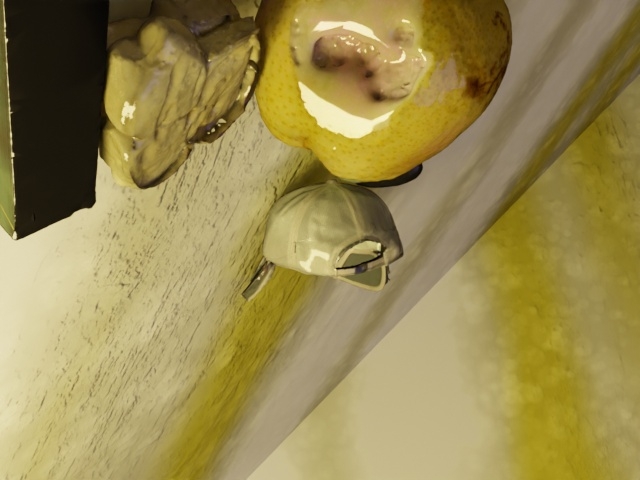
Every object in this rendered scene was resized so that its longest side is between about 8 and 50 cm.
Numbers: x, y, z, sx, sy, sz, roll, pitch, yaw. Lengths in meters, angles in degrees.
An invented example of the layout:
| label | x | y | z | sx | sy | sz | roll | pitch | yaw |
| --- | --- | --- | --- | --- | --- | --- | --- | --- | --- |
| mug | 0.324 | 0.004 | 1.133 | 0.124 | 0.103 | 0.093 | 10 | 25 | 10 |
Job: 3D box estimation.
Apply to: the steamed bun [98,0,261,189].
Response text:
| label | x | y | z | sx | sy | sz | roll | pitch | yaw |
| --- | --- | --- | --- | --- | --- | --- | --- | --- | --- |
| steamed bun | -0.144 | -0.152 | 0.723 | 0.177 | 0.106 | 0.192 | -47 | 169 | -20 |

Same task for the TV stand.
| label | x | y | z | sx | sy | sz | roll | pitch | yaw |
| --- | --- | --- | --- | --- | --- | --- | --- | --- | --- |
| TV stand | -0.225 | -0.127 | 0.627 | 0.088 | 0.083 | 0.269 | -35 | 156 | -38 |

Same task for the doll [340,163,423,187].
| label | x | y | z | sx | sy | sz | roll | pitch | yaw |
| --- | --- | --- | --- | --- | --- | --- | --- | --- | --- |
| doll | 0.059 | -0.148 | 1.094 | 0.135 | 0.143 | 0.234 | -19 | 168 | 1 |

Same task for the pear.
| label | x | y | z | sx | sy | sz | roll | pitch | yaw |
| --- | --- | --- | --- | --- | --- | --- | --- | --- | --- |
| pear | 0.056 | -0.194 | 0.843 | 0.271 | 0.271 | 0.271 | -42 | 159 | -20 |

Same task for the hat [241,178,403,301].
| label | x | y | z | sx | sy | sz | roll | pitch | yaw |
| --- | --- | --- | --- | --- | --- | --- | --- | --- | --- |
| hat | -0.003 | 0.005 | 1.232 | 0.232 | 0.161 | 0.275 | 1 | 161 | -21 |
